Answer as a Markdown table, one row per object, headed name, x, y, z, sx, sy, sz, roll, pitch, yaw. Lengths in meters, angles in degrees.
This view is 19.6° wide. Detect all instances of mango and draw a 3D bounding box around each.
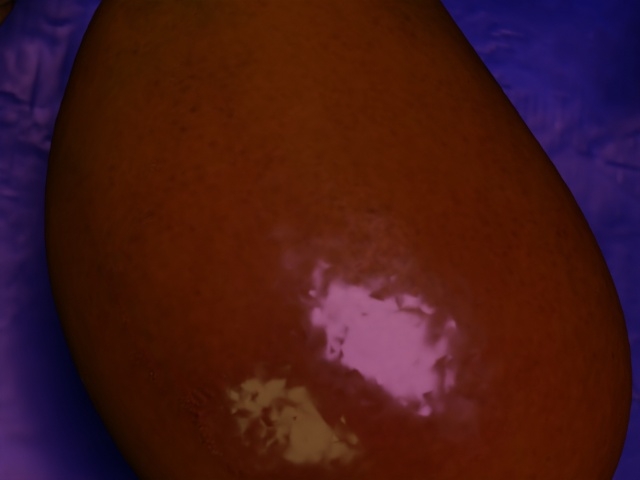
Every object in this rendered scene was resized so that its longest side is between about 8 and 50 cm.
| name | x | y | z | sx | sy | sz | roll | pitch | yaw |
| --- | --- | --- | --- | --- | --- | --- | --- | --- | --- |
| mango | -0.004 | 0.005 | 0.616 | 0.175 | 0.139 | 0.254 | -20 | 72 | -32 |

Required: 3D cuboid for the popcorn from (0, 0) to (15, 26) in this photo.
| name | x | y | z | sx | sy | sz | roll | pitch | yaw |
| --- | --- | --- | --- | --- | --- | --- | --- | --- | --- |
| popcorn | -0.151 | -0.144 | 0.624 | 0.194 | 0.140 | 0.163 | 9 | 63 | -23 |
